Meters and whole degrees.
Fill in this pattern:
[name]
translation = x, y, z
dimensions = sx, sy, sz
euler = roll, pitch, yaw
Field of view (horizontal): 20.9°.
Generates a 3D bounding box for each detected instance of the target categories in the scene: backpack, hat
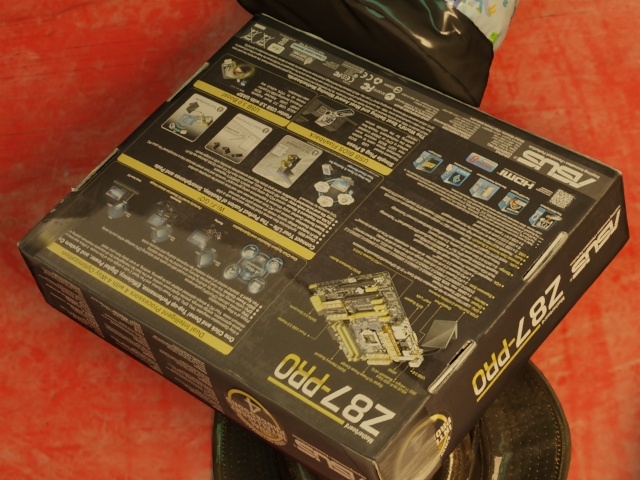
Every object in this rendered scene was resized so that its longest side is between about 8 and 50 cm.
[backpack]
translation = 0.089, -0.342, 1.489
dimensions = 0.290, 0.273, 0.355
euler = 30, 76, 30
[hat]
translation = 0.033, 0.167, 1.431
dimensions = 0.331, 0.134, 0.331
euler = -5, 77, 20

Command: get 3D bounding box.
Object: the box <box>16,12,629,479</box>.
[box]
translation = 0.000, 0.000, 1.410
dimensions = 0.395, 0.097, 0.318
euler = 27, 61, 32
